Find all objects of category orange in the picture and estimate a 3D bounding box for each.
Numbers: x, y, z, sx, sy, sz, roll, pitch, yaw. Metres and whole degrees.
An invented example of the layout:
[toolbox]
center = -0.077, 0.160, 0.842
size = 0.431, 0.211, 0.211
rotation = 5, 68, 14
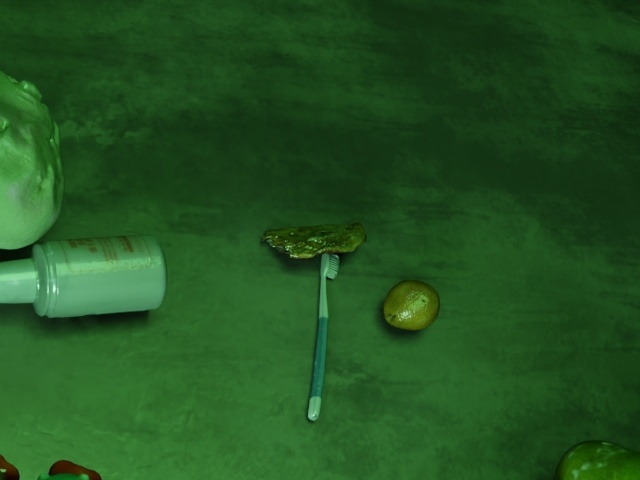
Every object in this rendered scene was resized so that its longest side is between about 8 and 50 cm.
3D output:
[orange]
center = 0.132, 0.094, 1.779
size = 0.085, 0.085, 0.085
rotation = 12, 54, -18

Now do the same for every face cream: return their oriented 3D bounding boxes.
[face cream]
center = -0.329, 0.048, 1.578
size = 0.251, 0.101, 0.101
rotation = -3, 60, -27

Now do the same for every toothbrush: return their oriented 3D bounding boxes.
[toothbrush]
center = 0.005, 0.130, 1.733
size = 0.025, 0.019, 0.276
rotation = 21, 51, -21

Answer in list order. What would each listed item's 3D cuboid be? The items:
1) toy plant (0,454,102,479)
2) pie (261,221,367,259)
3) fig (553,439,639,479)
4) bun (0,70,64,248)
[toy plant]
center = -0.343, 0.354, 1.308
size = 0.400, 0.279, 0.185
rotation = -20, 105, -54
[pie]
center = 0.000, 0.000, 1.796
size = 0.169, 0.034, 0.092
rotation = -6, 27, -24
[fig]
center = 0.413, 0.423, 1.646
size = 0.233, 0.233, 0.314
rotation = -9, 106, -30
[bun]
center = -0.425, -0.128, 1.541
size = 0.283, 0.179, 0.283
rotation = 37, 13, -11
